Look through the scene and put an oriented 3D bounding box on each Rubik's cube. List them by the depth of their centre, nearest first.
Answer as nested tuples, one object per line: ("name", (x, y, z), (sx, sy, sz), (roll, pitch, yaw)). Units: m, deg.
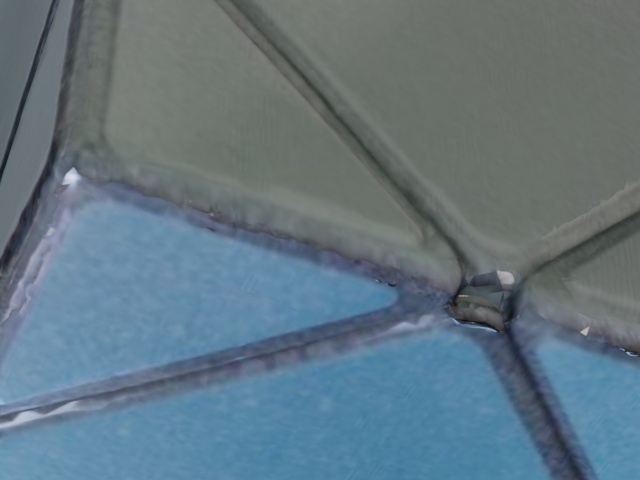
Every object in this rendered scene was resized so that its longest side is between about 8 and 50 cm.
("Rubik's cube", (0.000, 0.000, 0.544), (0.205, 0.205, 0.207), (18, -136, -15))
